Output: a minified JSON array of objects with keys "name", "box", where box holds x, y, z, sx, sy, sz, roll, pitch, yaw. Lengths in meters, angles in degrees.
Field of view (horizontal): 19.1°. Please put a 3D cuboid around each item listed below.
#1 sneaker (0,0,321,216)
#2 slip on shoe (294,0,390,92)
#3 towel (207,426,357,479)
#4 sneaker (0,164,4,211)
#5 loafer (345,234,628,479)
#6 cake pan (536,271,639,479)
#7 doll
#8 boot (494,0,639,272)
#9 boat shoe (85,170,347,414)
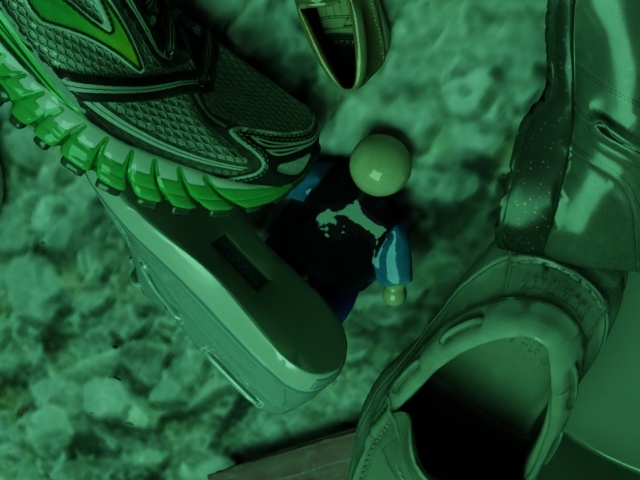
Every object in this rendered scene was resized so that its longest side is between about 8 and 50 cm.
[{"name":"sneaker","box":[-0.132,-0.135,1.056,0.343,0.134,0.146,34,110,-23]},{"name":"slip on shoe","box":[0.002,-0.143,1.049,0.051,0.041,0.135,1,131,24]},{"name":"towel","box":[0.049,0.291,1.291,0.237,0.037,0.329,-19,78,38]},{"name":"sneaker","box":[-0.317,-0.064,1.153,0.131,0.148,0.350,-5,146,25]},{"name":"loafer","box":[0.079,0.111,1.119,0.112,0.111,0.319,26,136,4]},{"name":"cake pan","box":[0.222,0.082,1.147,0.293,0.054,0.293,13,134,14]},{"name":"doll","box":[0.000,0.000,1.178,0.129,0.046,0.189,42,135,5]},{"name":"boot","box":[0.190,-0.086,0.955,0.161,0.083,0.246,14,111,8]},{"name":"boat shoe","box":[-0.081,0.016,1.171,0.227,0.079,0.081,48,133,8]}]
